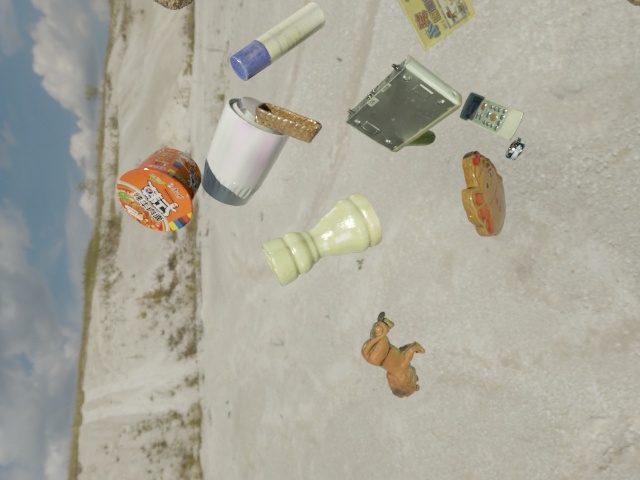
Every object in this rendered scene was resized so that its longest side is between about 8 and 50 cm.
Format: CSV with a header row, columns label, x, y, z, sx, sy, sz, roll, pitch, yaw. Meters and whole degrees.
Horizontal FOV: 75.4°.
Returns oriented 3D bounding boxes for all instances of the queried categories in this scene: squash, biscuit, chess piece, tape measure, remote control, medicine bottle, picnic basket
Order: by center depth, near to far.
label,x,y,z,sx,sy,sz,roll,pitch,yaw
medicine bottle,-0.089,-0.429,0.892,0.059,0.231,0.059,42,162,17
picnic basket,-0.095,-0.342,1.210,0.110,0.194,0.054,-73,2,-62
squash,0.327,-0.398,1.606,0.069,0.239,0.069,-179,90,-89
chess piece,0.000,0.000,1.628,0.234,0.442,0.234,59,167,23
biscuit,0.687,-0.196,1.730,0.074,0.358,0.381,-6,128,40
remote control,0.712,-0.523,1.734,0.285,0.038,0.123,50,132,43
tape measure,0.853,-0.399,1.814,0.091,0.054,0.094,-55,-8,-51

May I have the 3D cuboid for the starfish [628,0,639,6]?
label,x,y,z,sx,sy,sz,roll,pitch,yaw
starfish,0.817,-0.575,0.838,0.132,0.398,0.384,66,173,-29

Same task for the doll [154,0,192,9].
label,x,y,z,sx,sy,sz,roll,pitch,yaw
doll,-0.396,-0.677,1.103,0.114,0.221,0.105,-68,-21,7

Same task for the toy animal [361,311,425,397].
label,x,y,z,sx,sy,sz,roll,pitch,yaw
toy animal,0.198,0.326,1.146,0.157,0.312,0.097,-56,30,-13

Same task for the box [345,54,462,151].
label,x,y,z,sx,sy,sz,roll,pitch,yaw
box,0.212,-0.354,1.121,0.270,0.211,0.045,-28,41,54

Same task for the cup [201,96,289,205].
label,x,y,z,sx,sy,sz,roll,pitch,yaw
cup,-0.290,-0.331,1.572,0.371,0.254,0.253,-58,34,29

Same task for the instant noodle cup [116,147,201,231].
label,x,y,z,sx,sy,sz,roll,pitch,yaw
instant noodle cup,-0.532,-0.184,1.421,0.192,0.251,0.250,-83,1,-51

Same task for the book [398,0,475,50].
label,x,y,z,sx,sy,sz,roll,pitch,yaw
book,0.297,-0.610,1.067,0.168,0.192,0.013,55,167,-16
